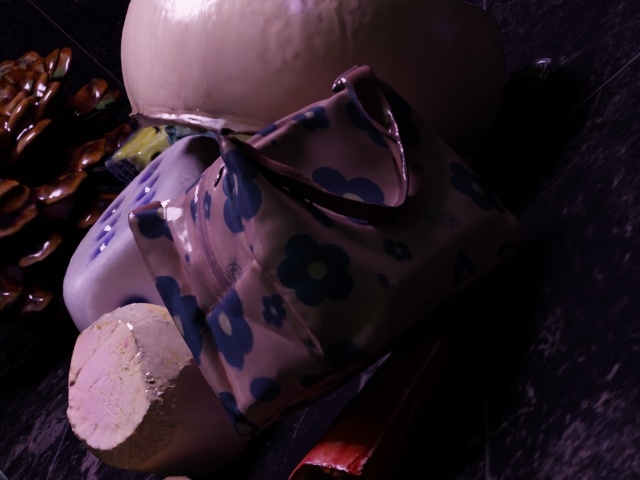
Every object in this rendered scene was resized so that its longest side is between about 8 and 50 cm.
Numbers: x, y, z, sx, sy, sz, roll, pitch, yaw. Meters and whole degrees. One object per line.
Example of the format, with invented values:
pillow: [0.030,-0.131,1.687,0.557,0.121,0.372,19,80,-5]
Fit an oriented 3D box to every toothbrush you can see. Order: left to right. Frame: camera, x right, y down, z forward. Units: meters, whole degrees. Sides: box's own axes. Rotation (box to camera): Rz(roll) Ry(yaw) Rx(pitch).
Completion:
toothbrush: [0.111,-0.100,1.708,0.321,0.023,0.031,-30,20,48]

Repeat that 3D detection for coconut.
coconut: [-0.127,0.131,1.538,0.147,0.152,0.147,-12,72,40]

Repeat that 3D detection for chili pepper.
chili pepper: [0.047,0.122,1.257,0.088,0.065,0.169,-26,22,52]

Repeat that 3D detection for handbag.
handbag: [0.000,0.000,1.309,0.190,0.193,0.251,-35,-3,40]

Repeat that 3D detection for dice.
dice: [-0.114,0.031,1.678,0.194,0.192,0.193,-44,14,18]

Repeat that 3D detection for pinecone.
pinecone: [-0.396,-0.056,2.374,0.398,0.398,0.398,-44,15,15]

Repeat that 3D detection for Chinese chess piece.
Chinese chess piece: [-0.007,-0.150,1.565,0.338,0.338,0.140,-164,81,-74]

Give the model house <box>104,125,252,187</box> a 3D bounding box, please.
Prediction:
model house: [-0.132,-0.068,1.969,0.211,0.194,0.170,-38,20,31]

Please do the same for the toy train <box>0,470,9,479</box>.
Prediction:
toy train: [-0.360,0.355,1.630,0.299,0.167,0.238,-37,8,31]

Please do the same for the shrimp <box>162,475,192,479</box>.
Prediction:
shrimp: [-0.121,0.260,1.372,0.145,0.061,0.267,-58,19,-6]
